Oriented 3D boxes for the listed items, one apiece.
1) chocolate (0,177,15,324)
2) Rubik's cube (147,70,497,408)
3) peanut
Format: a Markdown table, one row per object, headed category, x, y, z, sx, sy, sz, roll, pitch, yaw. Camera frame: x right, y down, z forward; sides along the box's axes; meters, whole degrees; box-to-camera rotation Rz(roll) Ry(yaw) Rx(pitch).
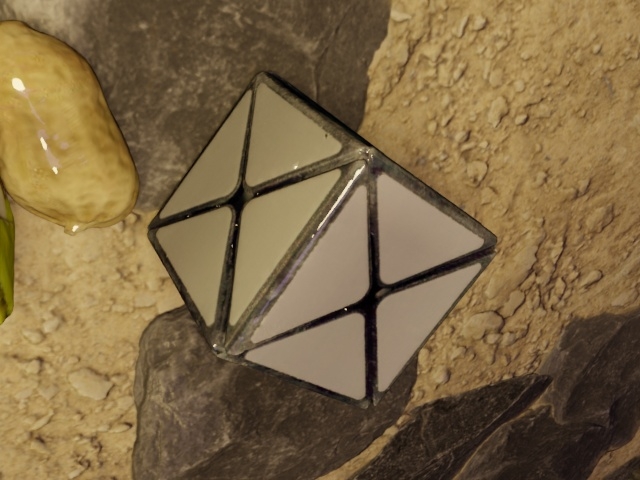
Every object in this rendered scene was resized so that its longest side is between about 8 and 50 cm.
| category | x | y | z | sx | sy | sz | roll | pitch | yaw |
| --- | --- | --- | --- | --- | --- | --- | --- | --- | --- |
| chocolate | -0.414 | -0.068 | 0.586 | 0.300 | 0.137 | 0.289 | -3 | 124 | -2 |
| Rubik's cube | 0.000 | 0.000 | 0.855 | 0.259 | 0.260 | 0.255 | 27 | 105 | -43 |
| peanut | -0.258 | -0.100 | 0.717 | 0.129 | 0.129 | 0.224 | -29 | 124 | -12 |
